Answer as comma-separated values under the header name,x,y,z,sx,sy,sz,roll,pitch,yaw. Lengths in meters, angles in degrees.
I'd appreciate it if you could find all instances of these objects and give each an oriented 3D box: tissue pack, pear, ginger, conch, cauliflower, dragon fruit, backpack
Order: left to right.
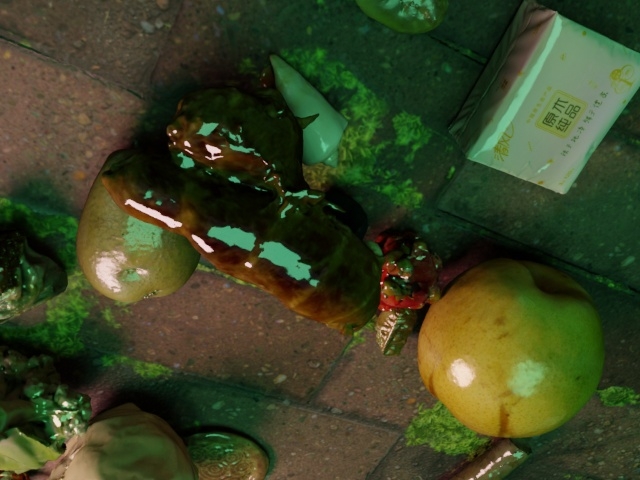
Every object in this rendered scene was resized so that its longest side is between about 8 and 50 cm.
name,x,y,z,sx,sy,sz,roll,pitch,yaw
cauliflower,-0.512,0.289,1.049,0.257,0.315,0.238,14,81,-7
ginger,-0.049,-0.041,0.864,0.418,0.176,0.254,38,96,-20
conch,-0.032,-0.174,0.925,0.176,0.104,0.094,43,64,-25
backpack,0.004,0.001,1.039,0.120,0.106,0.165,40,93,-7
dragon fruit,0.134,0.052,1.076,0.133,0.207,0.150,-36,79,0
pear,0.318,0.182,1.099,0.315,0.314,0.314,-4,124,-6
tissue pack,0.330,-0.204,0.941,0.185,0.124,0.225,18,118,-17

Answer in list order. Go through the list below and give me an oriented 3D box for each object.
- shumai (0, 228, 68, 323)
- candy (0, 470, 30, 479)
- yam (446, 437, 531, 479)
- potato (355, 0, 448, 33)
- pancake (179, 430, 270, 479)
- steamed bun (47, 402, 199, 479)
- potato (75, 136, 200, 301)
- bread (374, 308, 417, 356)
name,x,y,z,sx,sy,sz,roll,pitch,yaw
shumai,-0.500,0.054,0.982,0.184,0.184,0.141,-18,100,3
candy,-0.534,0.503,1.314,0.288,0.078,0.084,15,108,-26
yam,0.328,0.572,1.481,0.083,0.083,0.371,32,111,-26
potato,0.105,-0.328,0.856,0.138,0.070,0.091,24,118,-21
pancake,-0.229,0.486,1.365,0.250,0.031,0.250,-4,122,-7
steamed bun,-0.367,0.435,1.215,0.276,0.203,0.289,8,134,-6
potato,-0.264,-0.026,0.949,0.174,0.159,0.251,-10,116,-39
bread,0.136,0.157,1.189,0.066,0.060,0.110,26,120,11
